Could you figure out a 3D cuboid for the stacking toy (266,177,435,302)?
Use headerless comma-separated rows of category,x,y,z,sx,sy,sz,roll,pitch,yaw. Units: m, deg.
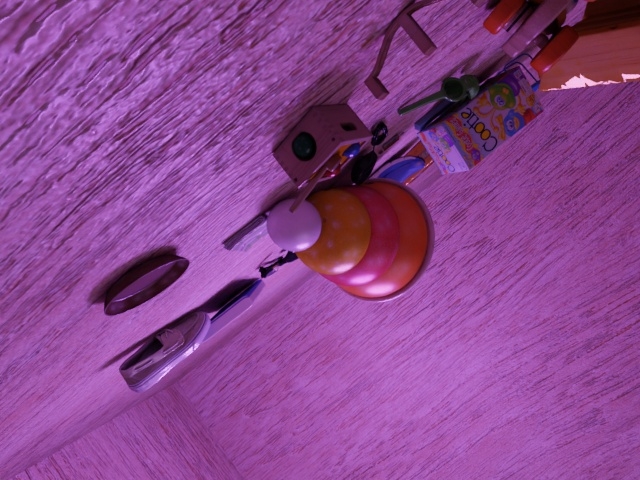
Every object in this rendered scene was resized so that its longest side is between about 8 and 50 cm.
stacking toy,0.048,-0.022,1.191,0.351,0.350,0.480,-40,155,21

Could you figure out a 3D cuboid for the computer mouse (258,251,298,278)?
computer mouse,-0.095,0.040,1.594,0.262,0.060,0.184,-28,-177,32

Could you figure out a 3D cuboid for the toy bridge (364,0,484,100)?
toy bridge,0.127,-0.272,0.635,0.188,0.063,0.026,-40,173,33

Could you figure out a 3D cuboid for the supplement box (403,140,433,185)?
supplement box,0.332,-0.273,1.568,0.080,0.078,0.233,-30,171,-44

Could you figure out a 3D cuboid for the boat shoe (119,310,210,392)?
boat shoe,-0.450,0.310,1.426,0.109,0.094,0.302,14,-132,38

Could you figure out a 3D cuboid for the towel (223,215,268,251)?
towel,-0.155,-0.011,1.110,0.113,0.023,0.152,-37,173,3

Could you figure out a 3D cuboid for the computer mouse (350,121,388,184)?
computer mouse,0.108,-0.203,1.127,0.071,0.041,0.242,-44,169,-22

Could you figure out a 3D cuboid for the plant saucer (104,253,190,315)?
plant saucer,-0.313,0.074,0.865,0.169,0.029,0.168,-36,173,-5

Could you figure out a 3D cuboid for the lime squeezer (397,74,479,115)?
lime squeezer,0.295,-0.339,1.107,0.110,0.058,0.311,-7,-167,43

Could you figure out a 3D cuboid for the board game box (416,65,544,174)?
board game box,0.427,-0.317,1.300,0.275,0.144,0.142,-38,-168,-10

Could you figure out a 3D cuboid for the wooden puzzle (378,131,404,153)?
wooden puzzle,0.181,-0.253,1.249,0.083,0.006,0.049,-38,173,7

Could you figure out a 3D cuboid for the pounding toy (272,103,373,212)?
pounding toy,0.000,-0.132,0.768,0.130,0.100,0.141,-43,171,34

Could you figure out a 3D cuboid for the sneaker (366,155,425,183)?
sneaker,0.201,-0.138,1.518,0.330,0.147,0.130,-40,172,17

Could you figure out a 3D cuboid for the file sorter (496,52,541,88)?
file sorter,0.566,-0.452,1.441,0.118,0.104,0.170,-35,173,-19

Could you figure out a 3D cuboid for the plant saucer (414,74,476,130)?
plant saucer,0.327,-0.355,1.265,0.192,0.018,0.067,-37,172,9

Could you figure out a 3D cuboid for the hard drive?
hard drive,-0.298,0.232,1.666,0.210,0.040,0.318,-38,-177,4

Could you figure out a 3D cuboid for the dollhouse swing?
dollhouse swing,0.624,-0.547,1.006,0.315,0.304,0.346,8,-130,45

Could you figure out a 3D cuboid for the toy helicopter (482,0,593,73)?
toy helicopter,0.435,-0.449,0.908,0.235,0.140,0.355,-50,179,23
